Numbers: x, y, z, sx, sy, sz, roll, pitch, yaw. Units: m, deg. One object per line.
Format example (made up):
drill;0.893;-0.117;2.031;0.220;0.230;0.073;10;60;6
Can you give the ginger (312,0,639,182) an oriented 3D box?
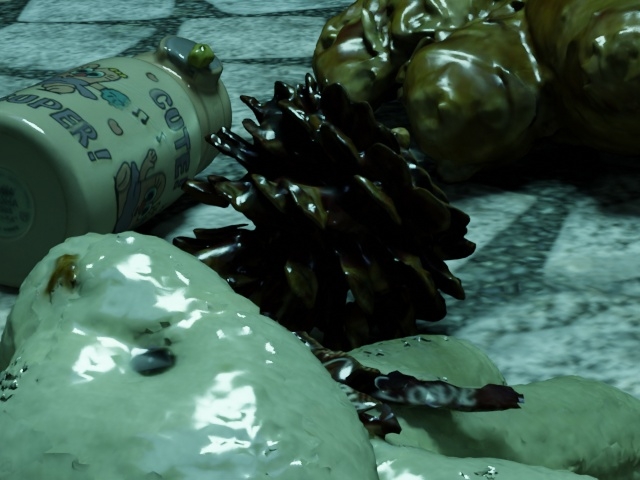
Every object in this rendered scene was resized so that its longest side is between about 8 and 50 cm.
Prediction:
ginger;0.148;-0.139;0.961;0.274;0.152;0.357;-12;21;-26

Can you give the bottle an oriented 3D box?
bottle;-0.120;-0.058;0.819;0.097;0.110;0.209;36;30;7

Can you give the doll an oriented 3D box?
doll;-0.003;0.062;0.473;0.175;0.149;0.278;-27;-13;38

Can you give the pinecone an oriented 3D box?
pinecone;-0.001;-0.002;0.651;0.120;0.140;0.140;-37;26;-3
